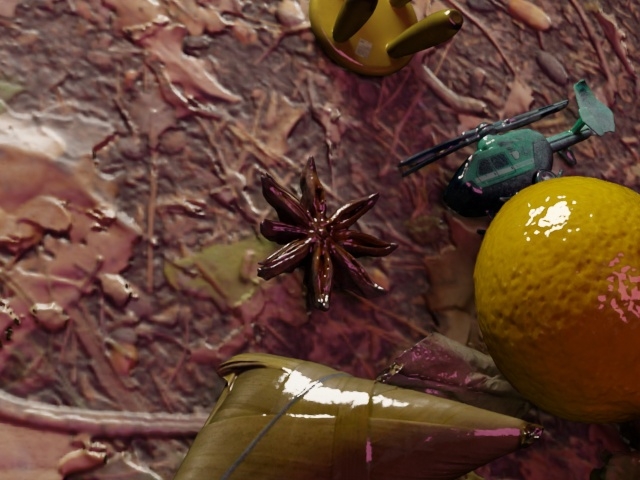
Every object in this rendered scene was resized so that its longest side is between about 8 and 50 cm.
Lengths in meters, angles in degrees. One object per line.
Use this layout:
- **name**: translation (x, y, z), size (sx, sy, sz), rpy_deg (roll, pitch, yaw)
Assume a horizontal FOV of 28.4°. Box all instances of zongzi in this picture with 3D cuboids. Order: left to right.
- **zongzi**: translation (0.004, 0.194, 0.865), size (0.228, 0.256, 0.115), rpy_deg (-62, 143, -28)

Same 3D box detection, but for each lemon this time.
- **lemon**: translation (0.216, 0.046, 1.017), size (0.187, 0.186, 0.244), rpy_deg (-2, 44, -26)

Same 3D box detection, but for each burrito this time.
- **burrito**: translation (0.115, 0.112, 1.052), size (0.149, 0.041, 0.055), rpy_deg (18, 65, -22)

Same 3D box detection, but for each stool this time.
- **stool**: translation (0.059, -0.217, 1.121), size (0.134, 0.110, 0.135), rpy_deg (-35, 88, -32)

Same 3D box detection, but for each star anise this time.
- **star anise**: translation (0.001, 0.001, 1.045), size (0.141, 0.042, 0.141), rpy_deg (10, 63, -20)

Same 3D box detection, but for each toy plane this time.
- **toy plane**: translation (0.185, -0.076, 1.158), size (0.235, 0.060, 0.096), rpy_deg (-23, 67, -26)

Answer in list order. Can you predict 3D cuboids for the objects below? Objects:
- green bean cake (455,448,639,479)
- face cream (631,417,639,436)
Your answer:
- **green bean cake**: translation (0.159, 0.267, 0.963), size (0.236, 0.124, 0.232), rpy_deg (10, 67, -21)
- **face cream**: translation (0.349, 0.151, 1.083), size (0.149, 0.149, 0.104), rpy_deg (-24, 80, -31)
